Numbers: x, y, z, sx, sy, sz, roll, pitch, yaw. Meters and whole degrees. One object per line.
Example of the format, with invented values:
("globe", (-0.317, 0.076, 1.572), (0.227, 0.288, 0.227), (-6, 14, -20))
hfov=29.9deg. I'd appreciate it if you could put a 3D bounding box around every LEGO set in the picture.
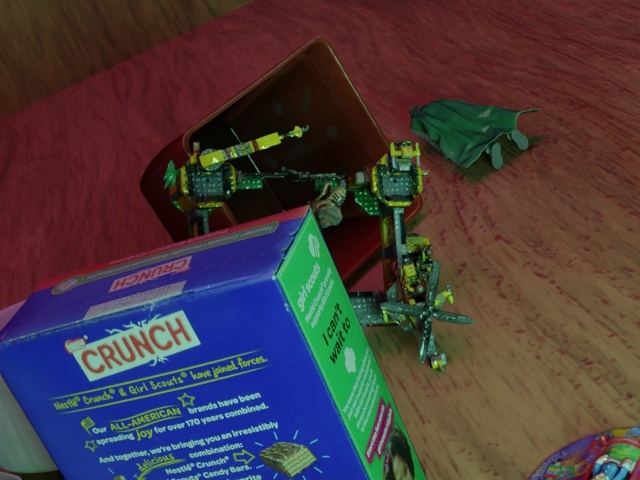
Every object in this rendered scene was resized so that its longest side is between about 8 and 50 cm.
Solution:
("LEGO set", (0.000, 0.000, 1.257), (0.331, 0.255, 0.192), (7, -11, -18))

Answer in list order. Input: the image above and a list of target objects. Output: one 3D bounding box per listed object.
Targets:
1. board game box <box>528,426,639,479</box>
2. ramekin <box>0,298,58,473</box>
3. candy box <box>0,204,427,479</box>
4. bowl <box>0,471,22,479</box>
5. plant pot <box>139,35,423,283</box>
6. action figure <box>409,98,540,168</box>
("board game box", (0.242, 0.199, 0.994), (0.133, 0.033, 0.169), (-24, 25, 1))
("ramekin", (-0.289, 0.153, 1.389), (0.277, 0.135, 0.277), (-14, 16, 4))
("candy box", (-0.083, 0.158, 1.023), (0.268, 0.317, 0.122), (-14, 26, 20))
("bowl", (-0.393, 0.315, 1.304), (0.142, 0.053, 0.142), (-3, 33, 38))
("plant pot", (-0.077, -0.066, 1.570), (0.267, 0.267, 0.235), (-41, 16, -33))
("action figure", (0.197, -0.160, 1.712), (0.137, 0.063, 0.232), (-34, 30, -16))
